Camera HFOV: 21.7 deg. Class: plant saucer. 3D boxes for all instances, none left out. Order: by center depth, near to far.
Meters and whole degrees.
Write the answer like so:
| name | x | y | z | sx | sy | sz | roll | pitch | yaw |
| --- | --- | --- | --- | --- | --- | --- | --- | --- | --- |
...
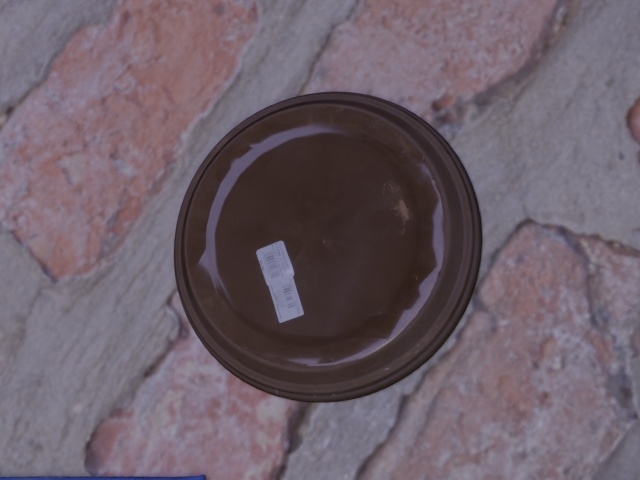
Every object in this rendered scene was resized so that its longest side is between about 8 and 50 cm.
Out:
| name | x | y | z | sx | sy | sz | roll | pitch | yaw |
| --- | --- | --- | --- | --- | --- | --- | --- | --- | --- |
| plant saucer | 0.000 | 0.000 | 1.442 | 0.278 | 0.041 | 0.278 | -3 | 77 | 14 |

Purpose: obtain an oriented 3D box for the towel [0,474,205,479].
| name | x | y | z | sx | sy | sz | roll | pitch | yaw |
| --- | --- | --- | --- | --- | --- | --- | --- | --- | --- |
| towel | -0.218 | 0.366 | 1.413 | 0.243 | 0.040 | 0.336 | -2 | 76 | 14 |
